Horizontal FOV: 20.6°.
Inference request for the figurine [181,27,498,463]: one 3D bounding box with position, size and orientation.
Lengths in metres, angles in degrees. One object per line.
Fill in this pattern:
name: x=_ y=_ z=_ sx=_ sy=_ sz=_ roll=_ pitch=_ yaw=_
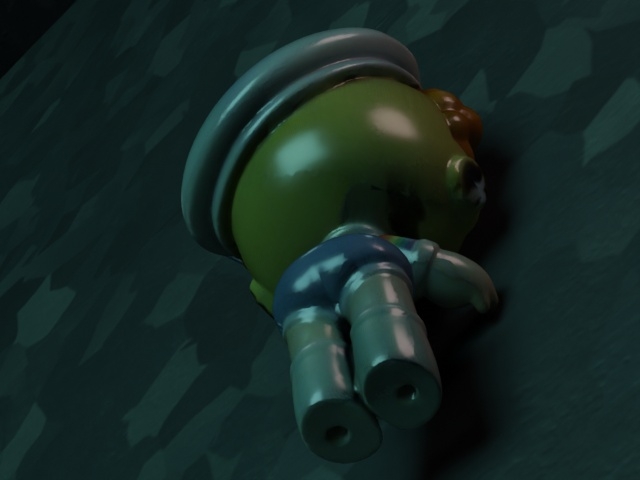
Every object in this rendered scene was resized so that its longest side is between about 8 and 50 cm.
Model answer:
figurine: x=0.024 y=-0.017 z=1.234 sx=0.224 sy=0.205 sz=0.382 roll=-42 pitch=27 yaw=6
